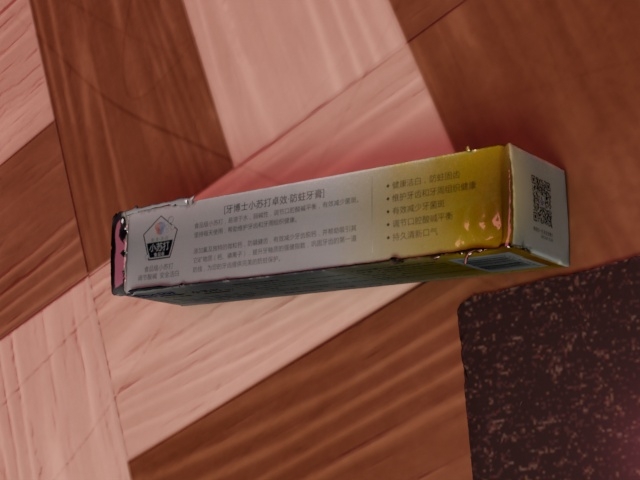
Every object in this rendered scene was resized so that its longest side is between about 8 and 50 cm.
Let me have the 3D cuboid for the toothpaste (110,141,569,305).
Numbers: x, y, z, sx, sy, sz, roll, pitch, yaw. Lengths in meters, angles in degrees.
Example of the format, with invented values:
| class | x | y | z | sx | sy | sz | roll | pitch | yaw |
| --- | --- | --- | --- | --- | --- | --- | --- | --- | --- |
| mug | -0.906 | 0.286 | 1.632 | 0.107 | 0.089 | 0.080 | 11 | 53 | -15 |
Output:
| class | x | y | z | sx | sy | sz | roll | pitch | yaw |
| --- | --- | --- | --- | --- | --- | --- | --- | --- | --- |
| toothpaste | 0.000 | 0.000 | 0.710 | 0.313 | 0.089 | 0.071 | -8 | 77 | 35 |

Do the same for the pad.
| class | x | y | z | sx | sy | sz | roll | pitch | yaw |
| --- | --- | --- | --- | --- | --- | --- | --- | --- | --- |
| pad | 0.223 | 0.100 | 0.559 | 0.330 | 0.004 | 0.220 | -16 | 67 | 33 |
